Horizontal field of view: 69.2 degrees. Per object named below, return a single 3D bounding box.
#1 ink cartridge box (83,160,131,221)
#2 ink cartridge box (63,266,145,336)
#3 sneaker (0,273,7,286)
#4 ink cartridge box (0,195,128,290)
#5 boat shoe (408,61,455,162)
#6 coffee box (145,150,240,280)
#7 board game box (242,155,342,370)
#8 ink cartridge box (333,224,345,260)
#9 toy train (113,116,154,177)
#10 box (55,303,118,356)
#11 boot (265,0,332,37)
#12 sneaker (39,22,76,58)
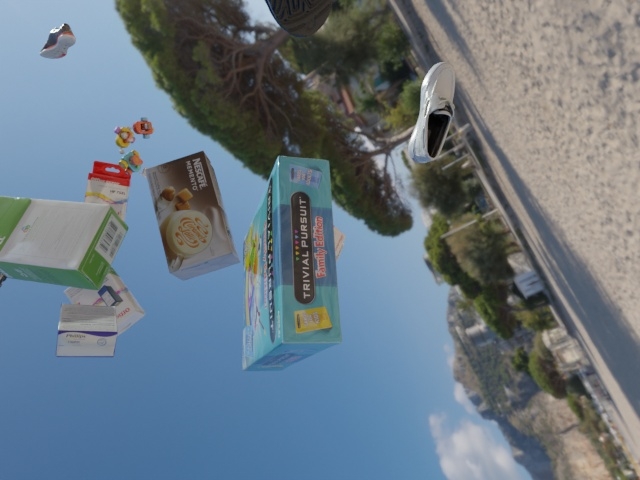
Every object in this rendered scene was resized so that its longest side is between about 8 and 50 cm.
[{"bbox_3d":[-0.734,-0.153,1.599,0.134,0.231,0.078,8,-178,-20],"label":"ink cartridge box"},{"bbox_3d":[-0.713,0.207,1.538,0.212,0.154,0.093,50,170,11],"label":"ink cartridge box"},{"bbox_3d":[-0.707,0.017,0.927,0.118,0.279,0.107,20,-146,-2],"label":"sneaker"},{"bbox_3d":[-0.402,0.000,0.670,0.062,0.209,0.109,79,-161,-57],"label":"ink cartridge box"},{"bbox_3d":[0.303,-0.333,1.204,0.096,0.268,0.088,19,-179,-24],"label":"boat shoe"},{"bbox_3d":[-0.282,-0.054,1.029,0.098,0.141,0.247,83,170,-75],"label":"coffee box"},{"bbox_3d":[-0.065,0.062,0.740,0.079,0.336,0.254,3,-112,-17],"label":"board game box"},{"bbox_3d":[0.000,0.000,1.412,0.143,0.090,0.092,42,-134,-15],"label":"ink cartridge box"},{"bbox_3d":[-0.491,-0.257,1.260,0.125,0.046,0.166,-7,-86,-55],"label":"toy train"},{"bbox_3d":[-0.562,0.215,1.116,0.126,0.072,0.137,8,-164,-28],"label":"box"},{"bbox_3d":[-0.111,-0.565,0.831,0.260,0.131,0.348,56,177,40],"label":"boot"},{"bbox_3d":[-0.820,-0.622,1.447,0.061,0.158,0.065,-5,-100,-62],"label":"sneaker"}]
